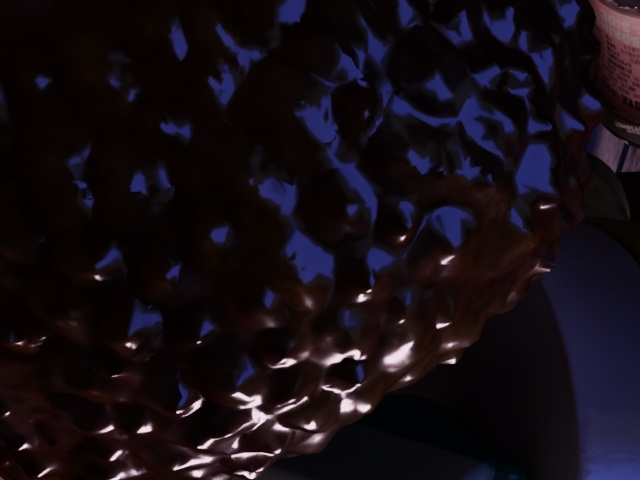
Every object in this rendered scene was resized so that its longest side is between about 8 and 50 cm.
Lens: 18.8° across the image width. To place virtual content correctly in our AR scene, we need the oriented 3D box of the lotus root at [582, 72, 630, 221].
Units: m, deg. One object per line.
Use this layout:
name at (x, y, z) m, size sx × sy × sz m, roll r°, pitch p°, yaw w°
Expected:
lotus root at (0.114, 0.013, 1.045) m, size 0.125 × 0.118 × 0.220 m, roll -116°, pitch -153°, yaw -64°

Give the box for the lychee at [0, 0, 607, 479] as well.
lychee at (-0.039, -0.035, 0.423) m, size 0.194 × 0.194 × 0.194 m, roll 14°, pitch 90°, yaw -73°

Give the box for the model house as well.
model house at (0.011, 0.123, 0.782) m, size 0.149 × 0.127 × 0.100 m, roll -22°, pitch 125°, yaw -65°

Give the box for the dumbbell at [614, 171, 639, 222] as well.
dumbbell at (0.214, 0.047, 1.344) m, size 0.225 × 0.140 × 0.124 m, roll -48°, pitch 132°, yaw -55°

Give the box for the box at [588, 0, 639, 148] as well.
box at (0.237, -0.154, 1.261) m, size 0.151 × 0.151 × 0.135 m, roll -66°, pitch 151°, yaw -30°

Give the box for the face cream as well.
face cream at (0.131, 0.098, 0.883) m, size 0.218 × 0.179 × 0.218 m, roll -12°, pitch -104°, yaw 63°
